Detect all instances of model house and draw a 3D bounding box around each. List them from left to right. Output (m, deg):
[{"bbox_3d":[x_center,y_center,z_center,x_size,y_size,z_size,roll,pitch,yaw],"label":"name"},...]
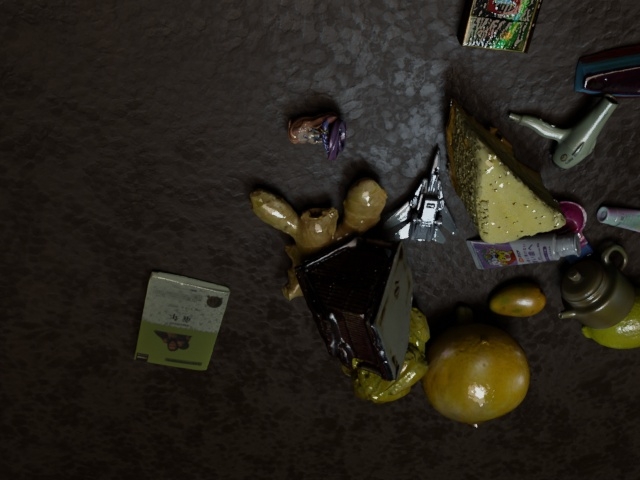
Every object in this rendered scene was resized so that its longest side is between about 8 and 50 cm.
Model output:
[{"bbox_3d":[0.088,0.172,1.793,0.282,0.297,0.317,5,136,30],"label":"model house"}]

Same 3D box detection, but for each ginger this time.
[{"bbox_3d":[0.013,-0.011,1.825,0.362,0.122,0.348,-12,126,-1],"label":"ginger"}]

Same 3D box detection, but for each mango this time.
[{"bbox_3d":[0.586,0.177,1.975,0.163,0.090,0.111,-1,126,8],"label":"mango"}]

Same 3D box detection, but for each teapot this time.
[{"bbox_3d":[0.776,0.126,1.891,0.175,0.185,0.268,35,90,-26],"label":"teapot"}]

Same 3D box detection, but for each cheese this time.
[{"bbox_3d":[0.681,-0.025,1.856,0.155,0.062,0.244,-33,122,21],"label":"cheese"}]

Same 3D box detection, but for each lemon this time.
[{"bbox_3d":[0.894,0.231,1.965,0.248,0.184,0.184,-20,123,22],"label":"lemon"}]

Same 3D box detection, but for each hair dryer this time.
[{"bbox_3d":[0.620,-0.300,1.647,0.224,0.088,0.219,39,131,-17],"label":"hair dryer"}]

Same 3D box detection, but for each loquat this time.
[{"bbox_3d":[0.457,0.372,1.989,0.328,0.328,0.360,-7,81,3],"label":"loquat"}]

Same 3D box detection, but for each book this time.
[{"bbox_3d":[-0.428,0.255,2.028,0.239,0.035,0.352,12,123,-13],"label":"book"}]

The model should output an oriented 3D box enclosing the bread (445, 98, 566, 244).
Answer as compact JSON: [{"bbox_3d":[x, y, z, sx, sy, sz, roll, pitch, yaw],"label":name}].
[{"bbox_3d":[0.463,-0.182,1.632,0.278,0.249,0.315,-8,137,-3],"label":"bread"}]

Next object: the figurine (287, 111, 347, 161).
[{"bbox_3d":[-0.002,-0.272,1.649,0.157,0.126,0.114,27,87,22],"label":"figurine"}]

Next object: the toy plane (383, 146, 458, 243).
[{"bbox_3d":[0.291,-0.114,1.765,0.212,0.088,0.268,6,124,-6],"label":"toy plane"}]

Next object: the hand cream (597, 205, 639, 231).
[{"bbox_3d":[0.857,-0.060,1.853,0.174,0.047,0.076,7,124,-17],"label":"hand cream"}]

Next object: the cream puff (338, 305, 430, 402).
[{"bbox_3d":[0.167,0.316,1.953,0.274,0.270,0.323,30,115,-15],"label":"cream puff"}]

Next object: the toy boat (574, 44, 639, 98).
[{"bbox_3d":[0.819,-0.404,1.600,0.391,0.079,0.136,-3,125,3],"label":"toy boat"}]

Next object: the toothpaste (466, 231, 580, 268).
[{"bbox_3d":[0.561,0.027,1.845,0.299,0.073,0.114,-8,130,33],"label":"toothpaste"}]

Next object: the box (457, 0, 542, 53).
[{"bbox_3d":[0.412,-0.550,1.483,0.159,0.071,0.240,3,125,-7],"label":"box"}]
